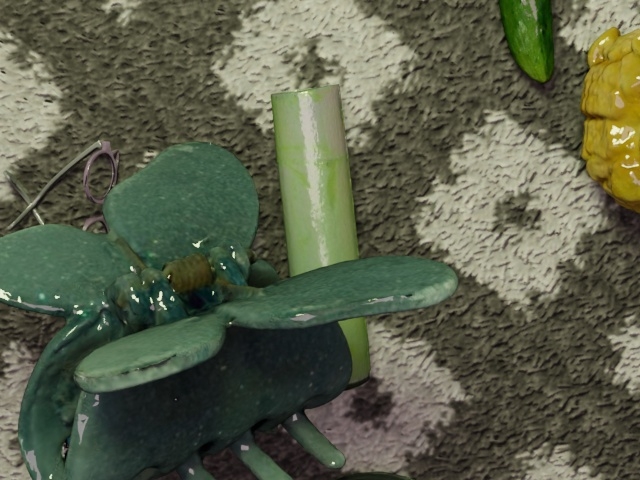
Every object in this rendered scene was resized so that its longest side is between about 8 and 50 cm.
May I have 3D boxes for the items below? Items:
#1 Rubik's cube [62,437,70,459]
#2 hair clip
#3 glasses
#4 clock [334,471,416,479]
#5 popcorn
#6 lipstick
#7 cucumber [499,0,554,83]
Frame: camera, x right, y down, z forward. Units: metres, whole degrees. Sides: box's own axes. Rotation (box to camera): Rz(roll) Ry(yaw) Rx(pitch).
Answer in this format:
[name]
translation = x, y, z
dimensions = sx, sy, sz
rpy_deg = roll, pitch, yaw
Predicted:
[Rubik's cube]
translation = -0.232, 0.179, 1.199
dimensions = 0.133, 0.112, 0.133
rpy_deg = 0, 99, -1
[hair clip]
translation = -0.114, 0.108, 1.047
dimensions = 0.318, 0.392, 0.239
rpy_deg = -21, 124, -34
[glasses]
translation = -0.266, -0.038, 1.209
dimensions = 0.103, 0.062, 0.140
rpy_deg = 10, 100, 21
[clock]
translation = 0.057, 0.357, 1.258
dimensions = 0.225, 0.049, 0.226
rpy_deg = 0, 98, 0
[popcorn]
translation = 0.324, -0.126, 1.133
dimensions = 0.163, 0.140, 0.194
rpy_deg = 30, 97, -9
[lipstick]
translation = 0.000, 0.000, 1.187
dimensions = 0.076, 0.076, 0.304
rpy_deg = -7, 99, 2
[cucumber]
translation = 0.198, -0.277, 1.151
dimensions = 0.056, 0.056, 0.250
rpy_deg = -4, 100, 1
